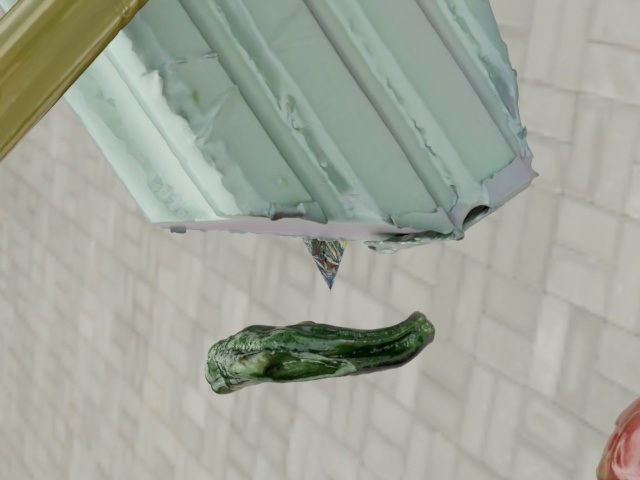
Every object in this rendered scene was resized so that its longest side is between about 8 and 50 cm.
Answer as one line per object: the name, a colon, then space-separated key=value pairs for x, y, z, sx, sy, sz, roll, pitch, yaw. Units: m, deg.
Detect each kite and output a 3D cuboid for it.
kite: x=0.000 y=0.000 z=1.183 sx=0.122 sy=0.004 sz=0.090 roll=24 pitch=125 yaw=61

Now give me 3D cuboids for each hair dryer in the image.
hair dryer: x=-0.151 y=-0.035 z=0.574 sx=0.279 sy=0.090 sz=0.135 roll=-53 pitch=-2 yaw=-25

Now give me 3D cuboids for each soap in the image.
soap: x=-0.057 y=-0.177 z=0.870 sx=0.446 sy=0.261 sz=0.156 roll=55 pitch=150 yaw=-5

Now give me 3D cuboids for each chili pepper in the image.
chili pepper: x=-0.005 y=0.084 z=1.054 sx=0.073 sy=0.182 sz=0.050 roll=32 pitch=-129 yaw=-75

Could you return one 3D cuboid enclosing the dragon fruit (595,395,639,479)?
dragon fruit: x=0.276 y=0.171 z=0.946 sx=0.209 sy=0.172 sz=0.172 roll=-53 pitch=43 yaw=49
